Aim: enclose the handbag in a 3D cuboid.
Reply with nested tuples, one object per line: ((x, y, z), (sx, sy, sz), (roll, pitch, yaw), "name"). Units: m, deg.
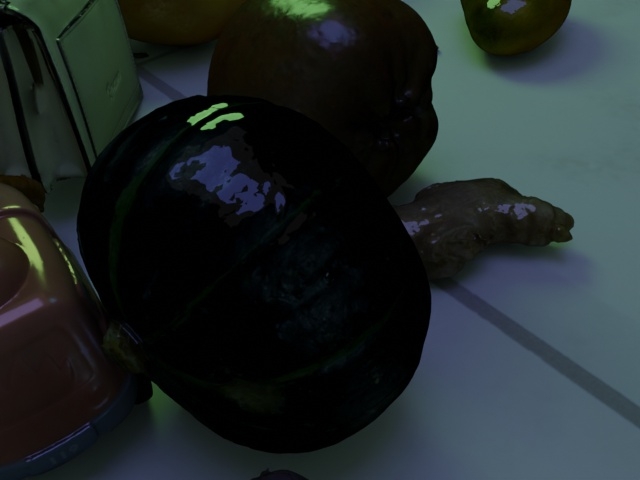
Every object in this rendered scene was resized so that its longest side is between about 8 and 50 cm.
((-0.357, -0.235, 0.966), (0.160, 0.237, 0.358), (-4, 31, -1), "handbag")

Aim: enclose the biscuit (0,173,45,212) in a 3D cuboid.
((-0.423, -0.021, 0.789), (0.254, 0.254, 0.035), (-18, 85, -14), "biscuit")

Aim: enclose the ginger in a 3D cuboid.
((0.170, -0.026, 0.829), (0.213, 0.074, 0.137), (-16, 47, -6), "ginger")

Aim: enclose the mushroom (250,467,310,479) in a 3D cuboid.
((-0.015, 0.258, 0.489), (0.117, 0.141, 0.188), (29, 43, -12), "mushroom")

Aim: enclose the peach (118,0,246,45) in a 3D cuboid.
((-0.280, -0.463, 1.237), (0.308, 0.289, 0.289), (-23, 37, 19), "peach")

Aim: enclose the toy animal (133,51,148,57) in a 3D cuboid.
((-0.405, -0.325, 1.246), (0.219, 0.086, 0.069), (4, 41, -17), "toy animal")

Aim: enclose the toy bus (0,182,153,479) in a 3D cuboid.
((-0.297, 0.068, 0.654), (0.194, 0.232, 0.287), (-29, 48, -20), "toy bus")

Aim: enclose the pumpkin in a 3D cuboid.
((-0.069, 0.034, 0.609), (0.315, 0.315, 0.238), (30, 59, 34), "pumpkin")

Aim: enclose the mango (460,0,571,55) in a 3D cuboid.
((0.320, -0.395, 1.195), (0.175, 0.139, 0.254), (-11, 47, 12), "mango")

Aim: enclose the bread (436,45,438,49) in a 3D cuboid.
((0.128, -0.328, 1.227), (0.109, 0.080, 0.084), (17, 31, -30), "bread")

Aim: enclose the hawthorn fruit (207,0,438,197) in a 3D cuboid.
((-0.013, -0.184, 0.886), (0.301, 0.268, 0.268), (26, 49, 33), "hawthorn fruit")
